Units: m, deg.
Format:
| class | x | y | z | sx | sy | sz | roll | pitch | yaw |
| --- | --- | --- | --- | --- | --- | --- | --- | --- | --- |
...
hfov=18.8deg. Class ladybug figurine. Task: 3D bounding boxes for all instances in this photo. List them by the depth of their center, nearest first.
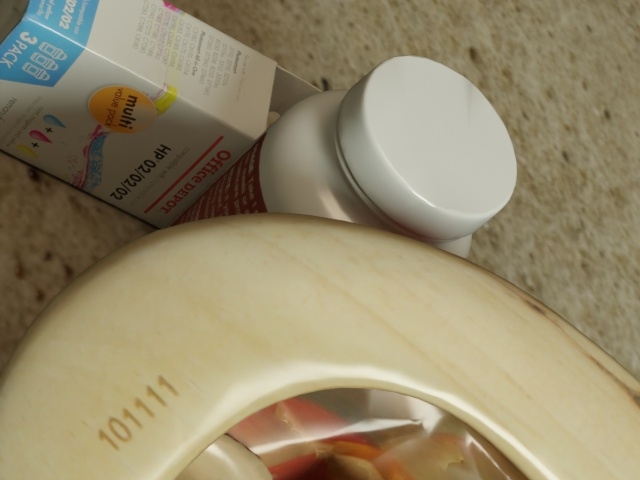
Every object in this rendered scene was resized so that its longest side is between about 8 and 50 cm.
| class | x | y | z | sx | sy | sz | roll | pitch | yaw |
| --- | --- | --- | --- | --- | --- | --- | --- | --- | --- |
| ladybug figurine | 0.040 | 0.175 | 0.897 | 0.449 | 0.305 | 0.162 | 47 | 0 | -10 |

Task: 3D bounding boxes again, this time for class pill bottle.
| class | x | y | z | sx | sy | sz | roll | pitch | yaw |
| --- | --- | --- | --- | --- | --- | --- | --- | --- | --- |
| pill bottle | 0.000 | 0.000 | 0.993 | 0.121 | 0.216 | 0.121 | 20 | 52 | -27 |

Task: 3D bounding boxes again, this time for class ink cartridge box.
| class | x | y | z | sx | sy | sz | roll | pitch | yaw |
| --- | --- | --- | --- | --- | --- | --- | --- | --- | --- |
| ink cartridge box | -0.097 | -0.072 | 1.045 | 0.181 | 0.104 | 0.061 | 27 | 49 | -22 |
